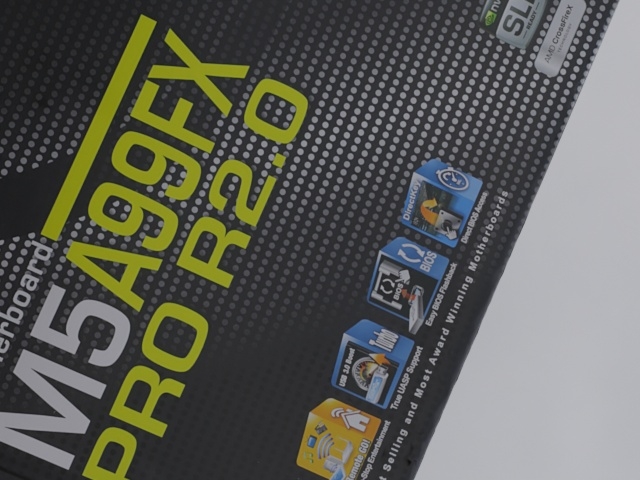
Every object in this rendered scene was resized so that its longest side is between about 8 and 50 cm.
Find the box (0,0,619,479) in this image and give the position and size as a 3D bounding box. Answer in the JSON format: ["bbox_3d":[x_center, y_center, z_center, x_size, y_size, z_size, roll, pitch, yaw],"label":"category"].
[{"bbox_3d":[-0.038,-0.042,0.552,0.270,0.216,0.060,-66,-167,-7],"label":"box"}]
